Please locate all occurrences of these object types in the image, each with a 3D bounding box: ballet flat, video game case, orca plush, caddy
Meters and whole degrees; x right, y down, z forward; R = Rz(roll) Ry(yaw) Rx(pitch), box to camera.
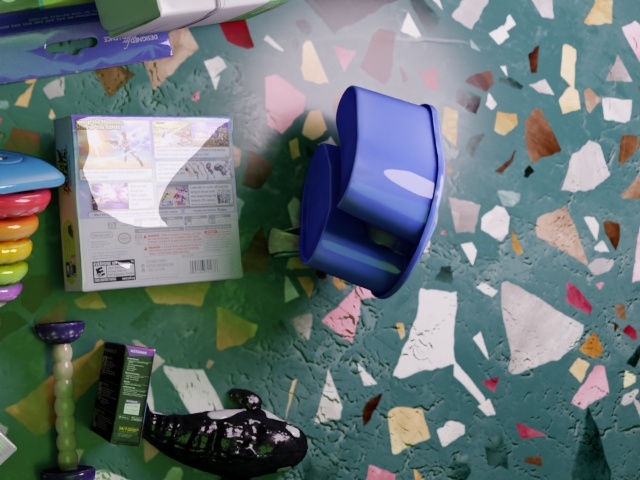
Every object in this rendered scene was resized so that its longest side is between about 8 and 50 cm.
[{"bbox_3d":[0.000,0.000,1.865,0.168,0.057,0.052,0,78,-21],"label":"ballet flat"},{"bbox_3d":[-0.244,-0.056,1.733,0.269,0.061,0.244,-3,90,-38],"label":"video game case"},{"bbox_3d":[-0.141,0.284,1.771,0.287,0.102,0.151,29,78,-17],"label":"orca plush"},{"bbox_3d":[0.091,-0.071,1.768,0.179,0.341,0.241,18,126,-12],"label":"caddy"}]

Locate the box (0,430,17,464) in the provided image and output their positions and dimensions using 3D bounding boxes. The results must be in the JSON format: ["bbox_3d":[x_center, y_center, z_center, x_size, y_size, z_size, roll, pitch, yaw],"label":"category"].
[{"bbox_3d":[-0.485,0.275,1.640,0.087,0.102,0.101,-45,103,-19],"label":"box"}]

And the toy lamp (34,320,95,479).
[{"bbox_3d":[-0.363,0.253,1.702,0.080,0.080,0.274,-5,88,-21],"label":"toy lamp"}]

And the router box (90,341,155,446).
[{"bbox_3d":[-0.278,0.212,1.681,0.046,0.179,0.133,10,84,-18],"label":"router box"}]

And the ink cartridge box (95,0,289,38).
[{"bbox_3d":[-0.189,-0.416,1.713,0.289,0.121,0.211,-22,98,-48],"label":"ink cartridge box"}]

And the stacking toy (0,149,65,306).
[{"bbox_3d":[-0.460,0.032,1.646,0.166,0.175,0.301,-14,114,-59],"label":"stacking toy"}]

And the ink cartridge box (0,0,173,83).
[{"bbox_3d":[-0.378,-0.398,1.730,0.304,0.072,0.307,-13,90,-22],"label":"ink cartridge box"}]
